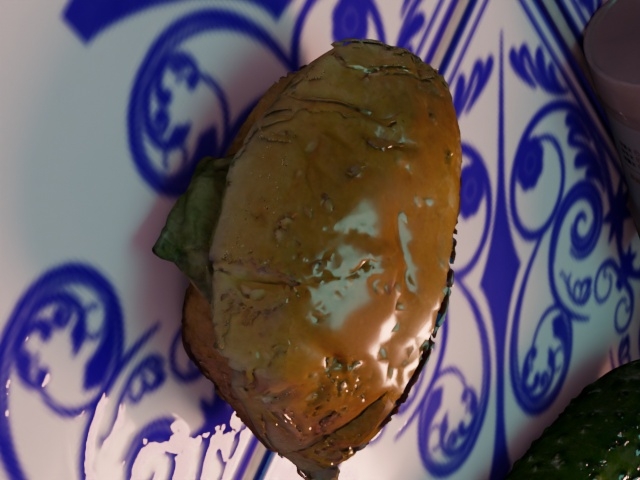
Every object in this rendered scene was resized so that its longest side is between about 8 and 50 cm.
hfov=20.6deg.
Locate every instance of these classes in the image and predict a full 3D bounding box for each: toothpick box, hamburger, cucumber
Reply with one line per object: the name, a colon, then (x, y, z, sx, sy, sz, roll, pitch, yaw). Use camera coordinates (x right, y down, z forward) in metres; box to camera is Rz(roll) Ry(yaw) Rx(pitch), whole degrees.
toothpick box: (0.203, -0.058, 0.933, 0.098, 0.098, 0.149, -55, 139, -31)
hamburger: (-0.004, 0.003, 0.661, 0.102, 0.087, 0.176, 18, 86, -57)
cucumber: (0.135, 0.125, 0.918, 0.227, 0.069, 0.069, -36, 127, -41)
